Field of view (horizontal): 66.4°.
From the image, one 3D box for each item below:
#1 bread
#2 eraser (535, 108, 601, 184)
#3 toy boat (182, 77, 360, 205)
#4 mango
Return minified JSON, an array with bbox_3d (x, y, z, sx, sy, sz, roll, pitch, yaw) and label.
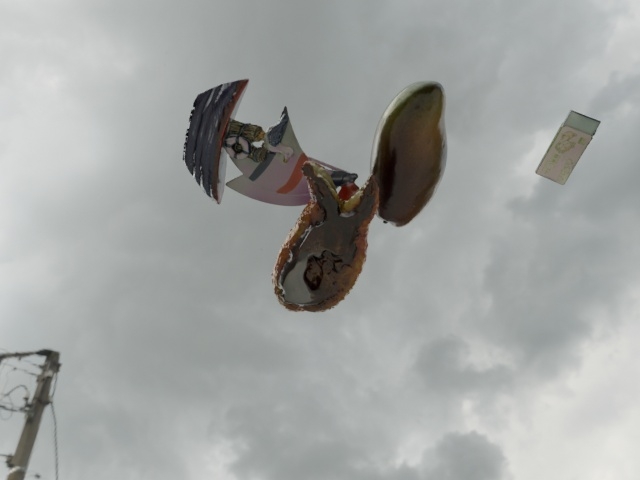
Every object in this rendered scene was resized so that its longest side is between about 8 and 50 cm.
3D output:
[{"bbox_3d":[0.007,0.005,0.784,0.139,0.095,0.268,16,-71,-4],"label":"bread"},{"bbox_3d":[0.297,-0.112,0.589,0.038,0.019,0.083,28,-63,14],"label":"eraser"},{"bbox_3d":[-0.099,-0.124,0.852,0.318,0.072,0.219,40,-65,-14],"label":"toy boat"},{"bbox_3d":[0.147,-0.139,0.806,0.133,0.111,0.267,-10,-46,-14],"label":"mango"}]
